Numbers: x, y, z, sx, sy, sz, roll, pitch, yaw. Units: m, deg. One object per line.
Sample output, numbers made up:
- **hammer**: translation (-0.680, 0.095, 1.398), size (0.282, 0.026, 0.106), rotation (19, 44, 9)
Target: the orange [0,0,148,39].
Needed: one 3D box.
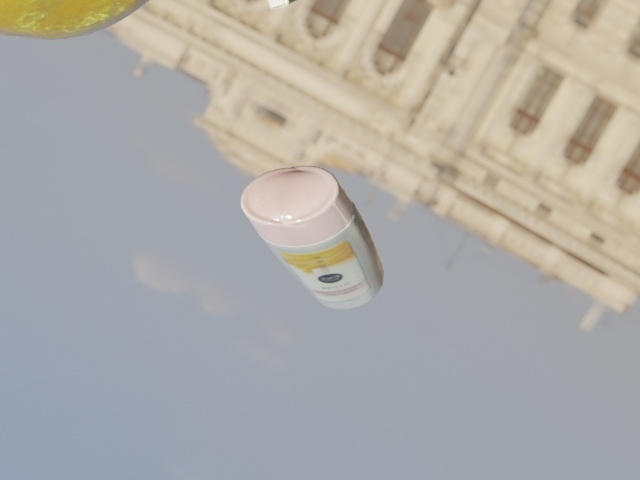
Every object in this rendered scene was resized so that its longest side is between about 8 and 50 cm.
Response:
- **orange**: translation (-0.232, -0.286, 1.418), size (0.279, 0.235, 0.279), rotation (28, -159, -12)

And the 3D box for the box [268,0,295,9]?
- **box**: translation (-0.045, -0.296, 1.587), size (0.024, 0.167, 0.090), rotation (-13, -167, 29)

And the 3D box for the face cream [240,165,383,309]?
- **face cream**: translation (0.000, 0.000, 1.465), size (0.084, 0.057, 0.198), rotation (-9, 158, 13)
